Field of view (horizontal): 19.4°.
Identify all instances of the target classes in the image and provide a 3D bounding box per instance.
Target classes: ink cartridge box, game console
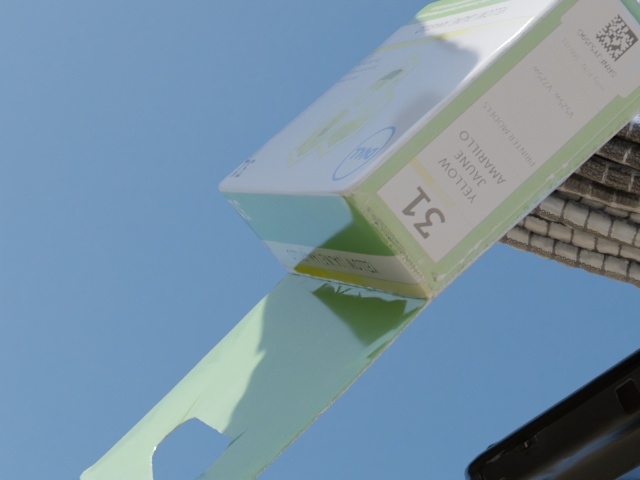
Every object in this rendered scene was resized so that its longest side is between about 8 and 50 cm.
[{"bbox_3d":[0.000,0.000,0.668,0.056,0.235,0.171,51,-12,-12],"label":"ink cartridge box"},{"bbox_3d":[0.116,0.101,0.833,0.361,0.213,0.044,-41,-115,44],"label":"game console"}]

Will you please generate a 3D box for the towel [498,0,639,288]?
[{"bbox_3d":[0.213,-0.089,1.273,0.283,0.235,0.121,18,-51,5],"label":"towel"}]
